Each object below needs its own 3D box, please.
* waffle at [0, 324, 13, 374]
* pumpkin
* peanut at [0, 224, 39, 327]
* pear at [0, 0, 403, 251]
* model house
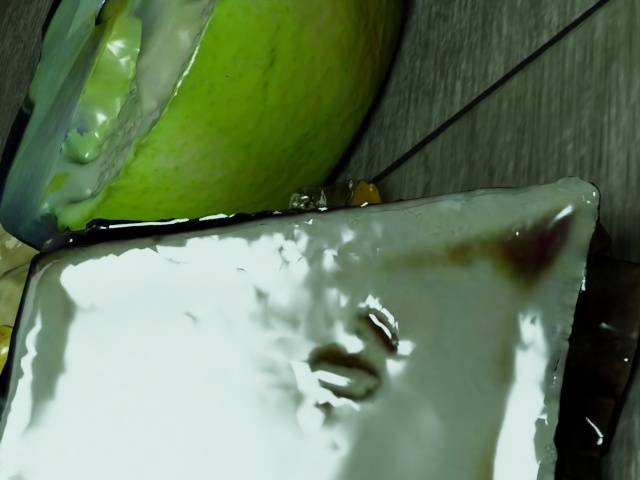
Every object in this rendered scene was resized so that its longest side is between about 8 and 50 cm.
[{"bbox_3d":[-0.131,0.130,1.099,0.219,0.057,0.229,-44,69,34],"label":"waffle"},{"bbox_3d":[0.000,0.000,1.122,0.074,0.054,0.083,-11,50,56],"label":"pumpkin"},{"bbox_3d":[-0.182,0.061,1.310,0.140,0.153,0.325,-55,31,8],"label":"peanut"},{"bbox_3d":[-0.064,-0.146,1.265,0.399,0.165,0.399,-46,29,34],"label":"pear"},{"bbox_3d":[-0.005,0.116,0.878,0.282,0.297,0.317,36,-117,-83],"label":"model house"}]
